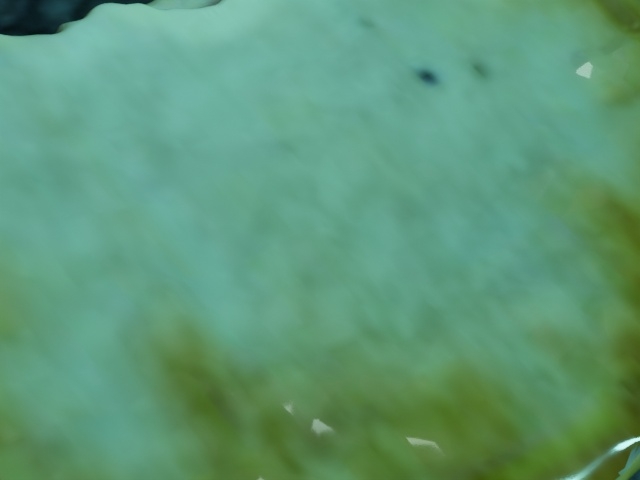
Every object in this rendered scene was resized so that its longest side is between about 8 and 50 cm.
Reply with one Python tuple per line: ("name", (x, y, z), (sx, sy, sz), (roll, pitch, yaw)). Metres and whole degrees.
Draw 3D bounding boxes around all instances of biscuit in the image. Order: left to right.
("biscuit", (0.000, 0.000, 0.417), (0.309, 0.040, 0.204), (-30, 72, -33))
